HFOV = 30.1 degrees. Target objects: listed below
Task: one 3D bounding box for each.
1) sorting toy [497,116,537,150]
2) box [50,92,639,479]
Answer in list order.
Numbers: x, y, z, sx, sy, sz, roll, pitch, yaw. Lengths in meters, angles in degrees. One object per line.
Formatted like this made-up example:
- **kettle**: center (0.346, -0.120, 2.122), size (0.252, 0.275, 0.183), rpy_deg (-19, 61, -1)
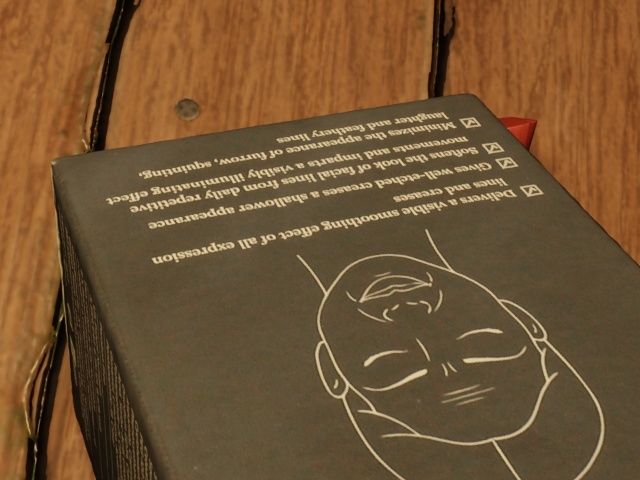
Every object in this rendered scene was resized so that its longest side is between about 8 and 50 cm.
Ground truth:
- **sorting toy**: center (0.000, 0.000, 0.884), size (0.365, 0.127, 0.126), rpy_deg (-14, 101, -17)
- **box**: center (0.036, 0.116, 0.673), size (0.293, 0.212, 0.395), rpy_deg (-11, 39, -18)
